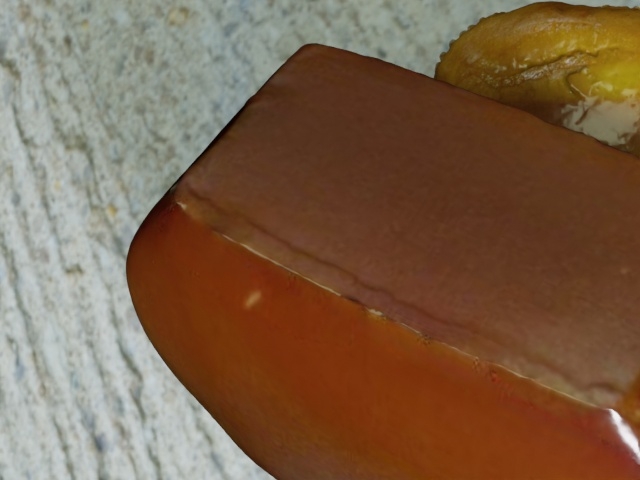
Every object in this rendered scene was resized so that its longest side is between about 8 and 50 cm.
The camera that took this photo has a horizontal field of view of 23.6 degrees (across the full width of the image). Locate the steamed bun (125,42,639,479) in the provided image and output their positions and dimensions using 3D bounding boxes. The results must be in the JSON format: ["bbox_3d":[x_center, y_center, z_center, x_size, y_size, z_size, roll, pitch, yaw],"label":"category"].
[{"bbox_3d":[0.079,0.064,0.970,0.379,0.248,0.235,24,53,18],"label":"steamed bun"}]

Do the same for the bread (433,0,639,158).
[{"bbox_3d":[0.167,-0.092,1.048,0.190,0.114,0.132,-1,80,28],"label":"bread"}]
